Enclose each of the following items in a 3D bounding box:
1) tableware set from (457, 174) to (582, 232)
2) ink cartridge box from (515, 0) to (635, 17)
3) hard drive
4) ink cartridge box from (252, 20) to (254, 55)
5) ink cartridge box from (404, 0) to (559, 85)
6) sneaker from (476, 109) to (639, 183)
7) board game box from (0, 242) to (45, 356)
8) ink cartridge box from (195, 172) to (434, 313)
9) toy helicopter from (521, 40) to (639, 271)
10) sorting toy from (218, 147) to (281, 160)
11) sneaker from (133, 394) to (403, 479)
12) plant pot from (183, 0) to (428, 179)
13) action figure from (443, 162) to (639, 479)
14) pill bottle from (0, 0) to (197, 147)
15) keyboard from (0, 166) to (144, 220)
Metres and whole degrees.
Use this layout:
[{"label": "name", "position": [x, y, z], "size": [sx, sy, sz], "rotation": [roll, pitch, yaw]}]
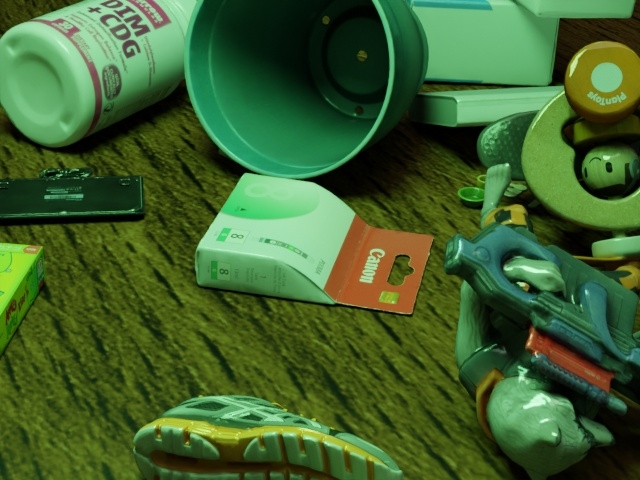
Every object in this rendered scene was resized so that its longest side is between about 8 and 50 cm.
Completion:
[{"label": "tableware set", "position": [0.244, -0.046, 1.410], "size": [0.154, 0.024, 0.104], "rotation": [22, 34, 31]}, {"label": "ink cartridge box", "position": [0.323, -0.523, 1.757], "size": [0.166, 0.285, 0.395], "rotation": [-2, 30, -20]}, {"label": "hard drive", "position": [0.292, -0.180, 1.585], "size": [0.307, 0.040, 0.203], "rotation": [-4, 9, -13]}, {"label": "ink cartridge box", "position": [-0.122, -0.309, 1.661], "size": [0.045, 0.223, 0.224], "rotation": [-2, 27, -8]}, {"label": "ink cartridge box", "position": [0.229, -0.356, 1.871], "size": [0.223, 0.129, 0.307], "rotation": [1, 28, -2]}, {"label": "sneaker", "position": [0.308, -0.107, 1.439], "size": [0.270, 0.090, 0.145], "rotation": [-11, -9, -7]}, {"label": "board game box", "position": [-0.333, 0.063, 1.143], "size": [0.092, 0.043, 0.181], "rotation": [5, 28, 4]}, {"label": "ink cartridge box", "position": [0.000, 0.000, 1.278], "size": [0.224, 0.056, 0.181], "rotation": [6, 29, 11]}, {"label": "toy helicopter", "position": [0.381, -0.042, 1.263], "size": [0.355, 0.235, 0.140], "rotation": [21, -8, 11]}, {"label": "sorting toy", "position": [-0.098, -0.120, 1.531], "size": [0.062, 0.012, 0.083], "rotation": [-24, 38, -39]}, {"label": "sneaker", "position": [-0.036, 0.162, 0.945], "size": [0.214, 0.084, 0.083], "rotation": [10, 24, 16]}, {"label": "plant pot", "position": [0.010, -0.229, 1.504], "size": [0.271, 0.272, 0.255], "rotation": [15, 17, 21]}, {"label": "action figure", "position": [0.238, 0.098, 1.069], "size": [0.341, 0.178, 0.330], "rotation": [35, 38, -2]}, {"label": "pill bottle", "position": [-0.278, -0.241, 1.587], "size": [0.160, 0.160, 0.283], "rotation": [17, 32, 25]}, {"label": "keyboard", "position": [-0.294, -0.052, 1.383], "size": [0.180, 0.023, 0.108], "rotation": [-1, 35, -9]}]
